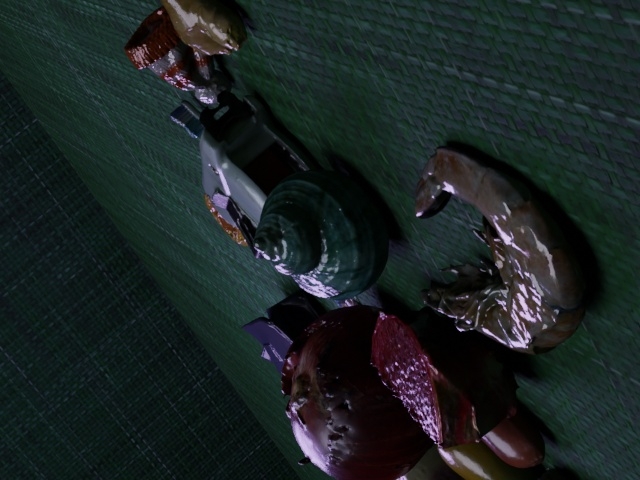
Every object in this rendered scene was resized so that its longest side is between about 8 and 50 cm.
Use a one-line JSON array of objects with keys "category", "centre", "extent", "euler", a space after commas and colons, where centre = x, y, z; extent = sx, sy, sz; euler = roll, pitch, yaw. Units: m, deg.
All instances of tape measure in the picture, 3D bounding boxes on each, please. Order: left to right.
[{"category": "tape measure", "centre": [-0.082, -0.067, 1.829], "extent": [0.246, 0.125, 0.243], "euler": [48, 167, 10]}]

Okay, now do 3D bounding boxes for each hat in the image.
[{"category": "hat", "centre": [-0.184, -0.249, 1.766], "extent": [0.162, 0.112, 0.093], "euler": [45, -162, -28]}]

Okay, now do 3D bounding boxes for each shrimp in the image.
[{"category": "shrimp", "centre": [0.174, 0.016, 1.372], "extent": [0.247, 0.085, 0.360], "euler": [59, 163, 1]}]

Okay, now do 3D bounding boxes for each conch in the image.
[{"category": "conch", "centre": [-0.002, 0.001, 1.673], "extent": [0.202, 0.196, 0.134], "euler": [14, -152, -23]}]

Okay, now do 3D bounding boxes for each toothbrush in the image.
[{"category": "toothbrush", "centre": [-0.080, -0.075, 2.008], "extent": [0.418, 0.040, 0.042], "euler": [43, 168, 9]}]

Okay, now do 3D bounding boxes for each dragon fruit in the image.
[{"category": "dragon fruit", "centre": [0.173, 0.147, 1.649], "extent": [0.274, 0.161, 0.126], "euler": [-132, 42, -62]}]

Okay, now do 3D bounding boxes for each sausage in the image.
[{"category": "sausage", "centre": [0.236, 0.242, 1.771], "extent": [0.194, 0.077, 0.077], "euler": [43, 165, 21]}]

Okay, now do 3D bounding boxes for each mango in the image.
[{"category": "mango", "centre": [0.262, 0.342, 1.913], "extent": [0.195, 0.092, 0.130], "euler": [46, 165, -2]}]

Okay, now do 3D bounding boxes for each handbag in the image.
[{"category": "handbag", "centre": [0.003, 0.252, 2.443], "extent": [0.326, 0.118, 0.269], "euler": [52, 159, -4]}]

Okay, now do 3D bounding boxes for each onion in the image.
[{"category": "onion", "centre": [0.071, 0.231, 1.932], "extent": [0.276, 0.276, 0.276], "euler": [46, 166, 15]}]

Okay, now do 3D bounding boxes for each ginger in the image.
[{"category": "ginger", "centre": [-0.200, -0.351, 1.567], "extent": [0.299, 0.065, 0.118], "euler": [53, 153, -18]}]

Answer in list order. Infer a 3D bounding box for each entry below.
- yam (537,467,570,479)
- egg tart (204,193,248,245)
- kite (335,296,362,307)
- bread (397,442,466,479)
[{"category": "yam", "centre": [0.381, 0.418, 1.747], "extent": [0.259, 0.093, 0.093], "euler": [41, 164, 33]}, {"category": "egg tart", "centre": [-0.155, -0.045, 2.274], "extent": [0.130, 0.052, 0.130], "euler": [46, 165, 17]}, {"category": "kite", "centre": [0.033, 0.097, 2.150], "extent": [0.183, 0.010, 0.160], "euler": [30, 156, 54]}, {"category": "bread", "centre": [0.271, 0.492, 2.155], "extent": [0.338, 0.155, 0.187], "euler": [50, 159, 7]}]
